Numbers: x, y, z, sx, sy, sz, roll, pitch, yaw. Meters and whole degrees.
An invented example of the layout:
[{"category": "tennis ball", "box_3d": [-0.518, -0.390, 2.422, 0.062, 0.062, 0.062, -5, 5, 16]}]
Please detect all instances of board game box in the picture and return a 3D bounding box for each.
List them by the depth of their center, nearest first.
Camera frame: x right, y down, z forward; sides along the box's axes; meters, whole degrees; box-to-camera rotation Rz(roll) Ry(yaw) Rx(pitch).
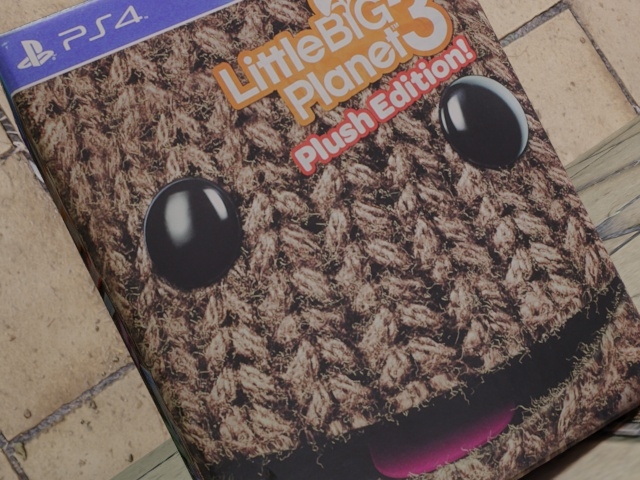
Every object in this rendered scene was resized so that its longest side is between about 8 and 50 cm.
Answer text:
[{"category": "board game box", "box_3d": [0.000, 0.000, 0.493, 0.232, 0.291, 0.141, -27, -1, -15]}]
